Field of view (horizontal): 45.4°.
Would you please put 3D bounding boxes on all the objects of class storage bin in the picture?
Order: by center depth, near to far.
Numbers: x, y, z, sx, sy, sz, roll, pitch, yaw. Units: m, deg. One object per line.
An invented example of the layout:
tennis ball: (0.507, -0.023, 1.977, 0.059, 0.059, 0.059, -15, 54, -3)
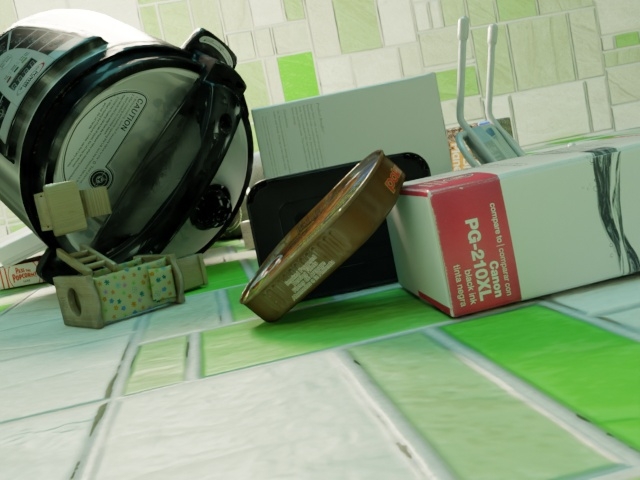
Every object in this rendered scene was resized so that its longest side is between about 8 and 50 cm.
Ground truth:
storage bin: (0.022, -0.015, 0.770, 0.180, 0.122, 0.084, -11, 6, -4)

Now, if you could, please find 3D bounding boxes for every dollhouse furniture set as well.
dollhouse furniture set: (-0.209, -0.002, 0.882, 0.182, 0.160, 0.101, -17, 9, -39)

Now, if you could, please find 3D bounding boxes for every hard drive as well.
hard drive: (-0.466, -0.052, 1.505, 0.353, 0.047, 0.233, -29, 13, -20)

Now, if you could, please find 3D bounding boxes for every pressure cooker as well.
pressure cooker: (-0.307, -0.146, 1.175, 0.376, 0.369, 0.420, -21, 38, -34)

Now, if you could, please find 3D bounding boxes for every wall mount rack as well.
wall mount rack: (0.314, -0.220, 1.309, 0.130, 0.304, 0.350, -38, -7, 26)

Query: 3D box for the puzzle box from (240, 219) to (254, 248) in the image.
puzzle box: (0.100, -0.056, 1.341, 0.409, 0.052, 0.272, -8, 7, 28)

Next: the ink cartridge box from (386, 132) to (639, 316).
ink cartridge box: (0.188, -0.022, 0.636, 0.237, 0.100, 0.172, -13, 6, -6)

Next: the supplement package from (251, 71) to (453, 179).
supplement package: (0.049, -0.155, 1.259, 0.293, 0.177, 0.175, -11, 6, 0)

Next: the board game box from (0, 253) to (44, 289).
board game box: (-0.534, 0.050, 1.522, 0.147, 0.045, 0.193, -10, 6, 13)

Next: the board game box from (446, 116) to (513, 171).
board game box: (0.262, -0.168, 1.662, 0.291, 0.141, 0.232, -9, 7, 23)

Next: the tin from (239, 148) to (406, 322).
tin: (0.000, 0.000, 0.647, 0.190, 0.040, 0.106, -43, 7, 34)

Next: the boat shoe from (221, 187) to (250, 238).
boat shoe: (-0.216, -0.051, 1.629, 0.091, 0.109, 0.305, -15, 1, -25)

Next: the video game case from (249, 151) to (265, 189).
video game case: (-0.039, -0.148, 1.707, 0.329, 0.036, 0.300, -22, -18, -26)
